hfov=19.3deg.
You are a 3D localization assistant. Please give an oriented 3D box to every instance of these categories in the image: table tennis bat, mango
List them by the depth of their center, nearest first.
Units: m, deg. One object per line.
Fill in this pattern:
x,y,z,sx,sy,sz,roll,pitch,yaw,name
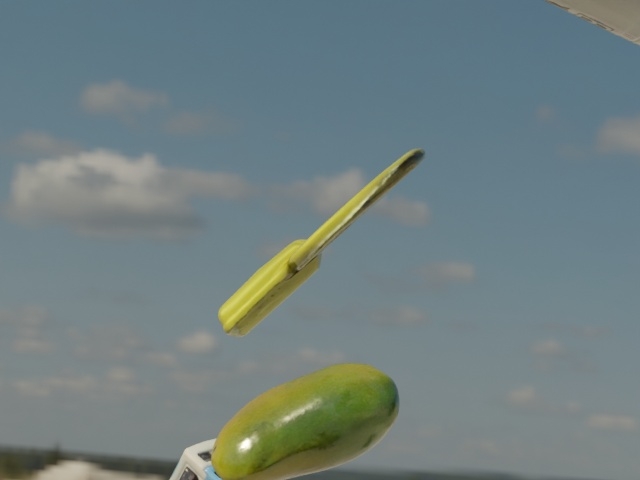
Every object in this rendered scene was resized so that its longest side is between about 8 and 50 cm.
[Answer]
-0.018,0.169,1.742,0.191,0.085,0.122,-16,19,-16,mango
0.000,0.000,2.476,0.369,0.054,0.224,-42,-2,21,table tennis bat

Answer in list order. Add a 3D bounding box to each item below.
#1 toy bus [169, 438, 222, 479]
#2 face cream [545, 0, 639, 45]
-0.149,0.381,2.223,0.131,0.297,0.106,43,30,26,toy bus
0.407,-0.313,2.329,0.370,0.145,0.145,24,-11,-11,face cream
